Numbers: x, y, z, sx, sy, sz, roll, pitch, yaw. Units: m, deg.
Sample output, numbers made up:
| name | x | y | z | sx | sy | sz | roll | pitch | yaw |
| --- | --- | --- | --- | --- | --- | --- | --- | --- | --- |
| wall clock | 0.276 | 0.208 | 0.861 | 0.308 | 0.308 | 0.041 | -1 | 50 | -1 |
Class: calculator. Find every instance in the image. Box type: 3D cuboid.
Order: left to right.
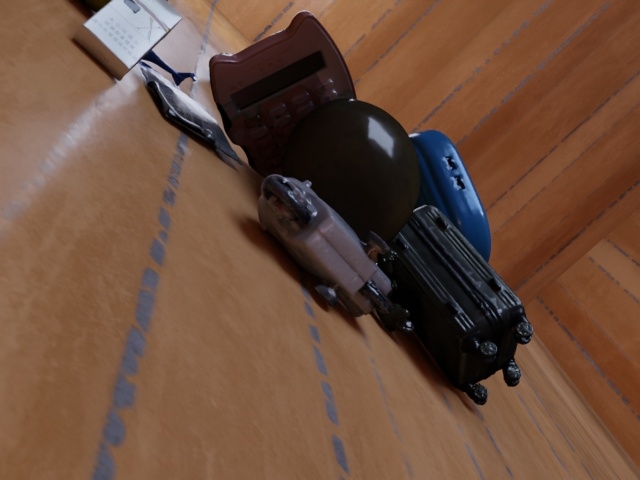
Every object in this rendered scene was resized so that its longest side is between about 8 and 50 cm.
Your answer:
| name | x | y | z | sx | sy | sz | roll | pitch | yaw |
| --- | --- | --- | --- | --- | --- | --- | --- | --- | --- |
| calculator | -0.051 | -0.217 | 1.247 | 0.048 | 0.220 | 0.330 | 62 | -1 | 36 |

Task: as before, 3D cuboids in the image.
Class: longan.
| name | x | y | z | sx | sy | sz | roll | pitch | yaw |
| --- | --- | --- | --- | --- | --- | --- | --- | --- | --- |
| longan | 0.046 | -0.097 | 1.200 | 0.215 | 0.246 | 0.246 | 2 | 14 | 1 |

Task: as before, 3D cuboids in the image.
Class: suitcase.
| name | x | y | z | sx | sy | sz | roll | pitch | yaw |
| --- | --- | --- | --- | --- | --- | --- | --- | --- | --- |
| suitcase | 0.218 | 0.101 | 1.297 | 0.312 | 0.128 | 0.202 | 54 | -17 | 35 |

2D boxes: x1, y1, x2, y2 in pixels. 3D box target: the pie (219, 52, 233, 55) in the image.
| name | x | y | z | sx | sy | sz | roll | pitch | yaw |
| --- | --- | --- | --- | --- | --- | --- | --- | --- | --- |
| pie | -0.153 | -0.327 | 1.702 | 0.201 | 0.090 | 0.248 | 28 | 19 | -30 |

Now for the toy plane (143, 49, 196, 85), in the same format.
| name | x | y | z | sx | sy | sz | roll | pitch | yaw |
| --- | --- | --- | --- | --- | --- | --- | --- | --- | --- |
| toy plane | -0.261 | -0.283 | 1.152 | 0.167 | 0.062 | 0.054 | 34 | 15 | -31 |

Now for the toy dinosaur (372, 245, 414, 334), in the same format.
| name | x | y | z | sx | sy | sz | roll | pitch | yaw |
| --- | --- | --- | --- | --- | --- | --- | --- | --- | --- |
| toy dinosaur | 0.087 | 0.097 | 1.271 | 0.179 | 0.087 | 0.187 | 91 | -11 | -49 |

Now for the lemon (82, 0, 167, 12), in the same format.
| name | x | y | z | sx | sy | sz | roll | pitch | yaw |
| --- | --- | --- | --- | --- | --- | --- | --- | --- | --- |
| lemon | -0.320 | -0.447 | 1.235 | 0.248 | 0.184 | 0.184 | 55 | 12 | 13 |

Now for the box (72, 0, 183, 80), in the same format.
| name | x | y | z | sx | sy | sz | roll | pitch | yaw |
| --- | --- | --- | --- | --- | --- | --- | --- | --- | --- |
| box | -0.266 | -0.299 | 1.082 | 0.084 | 0.040 | 0.154 | 42 | 47 | -15 |

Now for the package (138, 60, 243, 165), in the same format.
| name | x | y | z | sx | sy | sz | roll | pitch | yaw |
| --- | --- | --- | --- | --- | --- | --- | --- | --- | --- |
| package | -0.204 | -0.201 | 1.209 | 0.171 | 0.027 | 0.173 | 31 | 17 | -46 |

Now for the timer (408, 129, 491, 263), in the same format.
| name | x | y | z | sx | sy | sz | roll | pitch | yaw |
| --- | --- | --- | --- | --- | --- | --- | --- | --- | --- |
| timer | 0.217 | -0.039 | 1.566 | 0.340 | 0.115 | 0.309 | 110 | -38 | -65 |

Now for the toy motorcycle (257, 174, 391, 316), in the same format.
| name | x | y | z | sx | sy | sz | roll | pitch | yaw |
| --- | --- | --- | --- | --- | --- | --- | --- | --- | --- |
| toy motorcycle | 0.000 | 0.000 | 1.072 | 0.260 | 0.110 | 0.171 | 47 | -4 | -26 |
